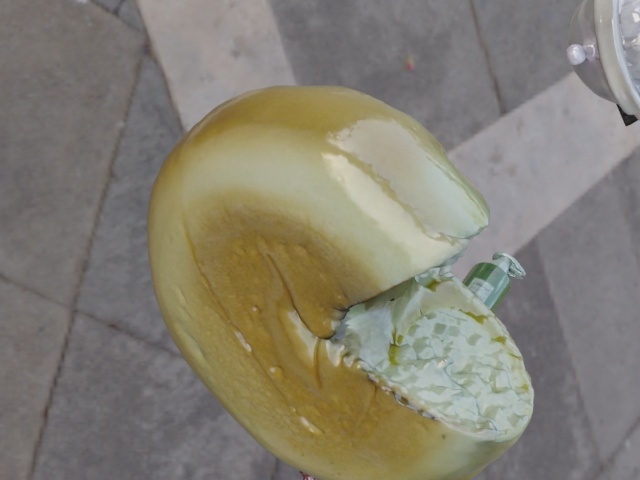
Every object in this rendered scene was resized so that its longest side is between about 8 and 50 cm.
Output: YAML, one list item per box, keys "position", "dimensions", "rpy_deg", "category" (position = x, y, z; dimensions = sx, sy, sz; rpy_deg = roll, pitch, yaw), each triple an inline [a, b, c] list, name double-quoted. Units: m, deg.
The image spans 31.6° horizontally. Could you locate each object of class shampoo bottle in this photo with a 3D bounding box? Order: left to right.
- position: [0.204, 0.082, 1.482]
  dimensions: [0.204, 0.065, 0.065]
  rpy_deg: [-47, 119, -43]
  category: "shampoo bottle"

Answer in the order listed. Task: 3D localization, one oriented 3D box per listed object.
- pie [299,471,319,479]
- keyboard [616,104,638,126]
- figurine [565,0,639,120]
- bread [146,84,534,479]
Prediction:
- position: [0.002, 0.355, 1.678]
  dimensions: [0.153, 0.038, 0.153]
  rpy_deg: [10, 90, -70]
  category: "pie"
- position: [0.416, -0.202, 1.299]
  dimensions: [0.010, 0.198, 0.063]
  rpy_deg: [-9, 72, -41]
  category: "keyboard"
- position: [0.328, -0.201, 1.109]
  dimensions: [0.237, 0.141, 0.162]
  rpy_deg: [-14, 96, -47]
  category: "figurine"
- position: [0.014, 0.034, 0.857]
  dimensions: [0.160, 0.333, 0.333]
  rpy_deg: [-42, 116, -45]
  category: "bread"
